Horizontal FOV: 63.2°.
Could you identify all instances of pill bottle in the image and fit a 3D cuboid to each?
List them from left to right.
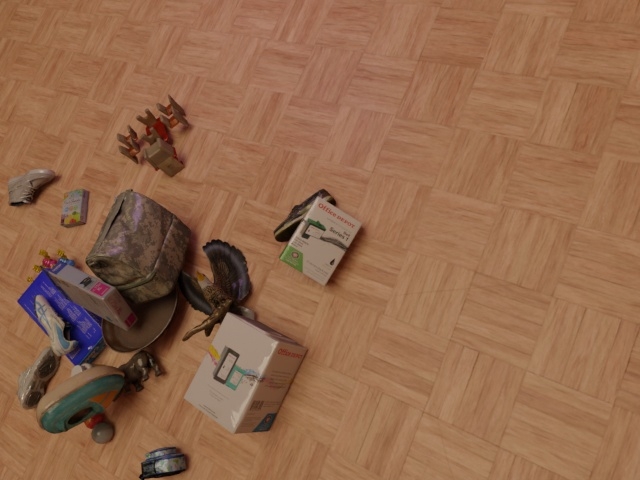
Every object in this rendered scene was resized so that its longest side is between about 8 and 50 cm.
[{"bbox_3d":[-0.779,0.449,1.760,0.065,0.116,0.065,-7,72,22],"label":"pill bottle"}]

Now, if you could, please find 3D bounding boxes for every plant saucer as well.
[{"bbox_3d":[-0.600,0.238,1.757,0.311,0.050,0.310,-13,55,19],"label":"plant saucer"}]

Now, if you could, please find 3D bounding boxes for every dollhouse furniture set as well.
[{"bbox_3d":[-0.608,-0.372,1.958,0.262,0.135,0.259,-33,53,11],"label":"dollhouse furniture set"}]

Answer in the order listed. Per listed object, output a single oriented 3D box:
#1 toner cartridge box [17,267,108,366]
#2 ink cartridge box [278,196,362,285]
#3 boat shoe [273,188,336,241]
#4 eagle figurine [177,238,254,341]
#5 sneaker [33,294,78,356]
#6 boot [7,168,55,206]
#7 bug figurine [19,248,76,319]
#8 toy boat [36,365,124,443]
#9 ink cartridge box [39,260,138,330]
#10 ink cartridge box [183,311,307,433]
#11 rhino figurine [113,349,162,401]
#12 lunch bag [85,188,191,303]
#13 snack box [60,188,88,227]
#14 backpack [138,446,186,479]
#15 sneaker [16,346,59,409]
[{"bbox_3d":[-0.899,0.270,1.847,0.348,0.075,0.165,41,93,14],"label":"toner cartridge box"},{"bbox_3d":[0.000,0.000,1.544,0.160,0.092,0.219,31,88,-3],"label":"ink cartridge box"},{"bbox_3d":[-0.057,-0.080,1.640,0.224,0.080,0.073,-35,58,4],"label":"boat shoe"},{"bbox_3d":[-0.335,0.158,1.646,0.227,0.225,0.298,-3,28,-16],"label":"eagle figurine"},{"bbox_3d":[-0.902,0.281,1.773,0.086,0.085,0.237,-30,73,-19],"label":"sneaker"},{"bbox_3d":[-1.207,-0.214,2.175,0.259,0.095,0.123,-12,75,28],"label":"boot"},{"bbox_3d":[-1.033,0.158,1.986,0.216,0.072,0.278,22,88,34],"label":"bug figurine"},{"bbox_3d":[-0.722,0.529,1.630,0.268,0.318,0.148,-33,65,-31],"label":"toy boat"},{"bbox_3d":[-0.755,0.172,1.696,0.311,0.185,0.065,18,54,23],"label":"ink cartridge box"},{"bbox_3d":[-0.207,0.377,1.491,0.197,0.198,0.269,24,83,28],"label":"ink cartridge box"},{"bbox_3d":[-0.634,0.453,1.722,0.243,0.073,0.106,-37,68,17],"label":"rhino figurine"},{"bbox_3d":[-0.594,0.014,1.688,0.213,0.256,0.304,-14,46,28],"label":"lunch bag"},{"bbox_3d":[-0.977,-0.128,2.069,0.100,0.037,0.141,-9,70,20],"label":"snack box"},{"bbox_3d":[-0.469,0.667,1.566,0.115,0.105,0.084,-14,70,13],"label":"backpack"},{"bbox_3d":[-1.035,0.481,1.879,0.115,0.090,0.232,21,82,31],"label":"sneaker"}]
